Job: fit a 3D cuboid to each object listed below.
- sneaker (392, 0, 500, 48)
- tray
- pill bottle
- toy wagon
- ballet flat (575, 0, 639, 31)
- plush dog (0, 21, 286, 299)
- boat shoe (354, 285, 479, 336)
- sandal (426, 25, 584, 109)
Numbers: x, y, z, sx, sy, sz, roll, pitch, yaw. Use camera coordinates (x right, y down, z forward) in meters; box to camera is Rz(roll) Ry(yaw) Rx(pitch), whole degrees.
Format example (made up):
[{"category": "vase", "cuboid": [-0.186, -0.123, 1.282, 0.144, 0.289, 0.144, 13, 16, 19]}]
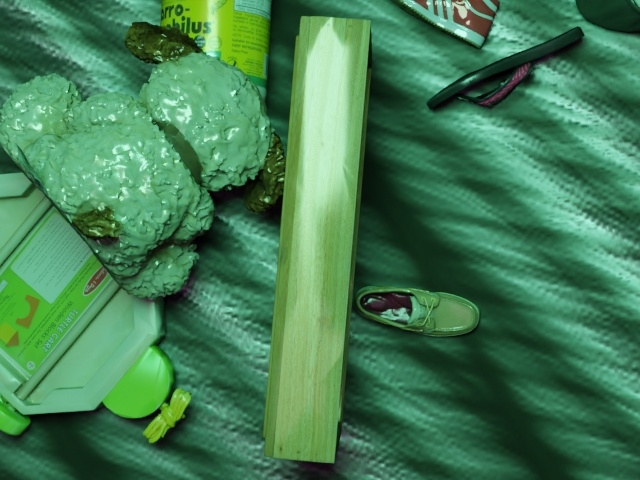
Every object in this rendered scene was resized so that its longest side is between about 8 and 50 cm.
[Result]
[{"category": "sneaker", "cuboid": [0.134, -0.261, 1.265, 0.118, 0.042, 0.067, 28, 96, 0]}, {"category": "tray", "cuboid": [0.000, 0.000, 1.193, 0.076, 0.203, 0.411, 4, 89, 3]}, {"category": "pill bottle", "cuboid": [-0.111, -0.249, 1.258, 0.117, 0.117, 0.209, 3, 90, 7]}, {"category": "toy wagon", "cuboid": [-0.280, 0.086, 1.298, 0.344, 0.068, 0.267, 41, 94, 6]}, {"category": "ballet flat", "cuboid": [0.403, -0.271, 1.204, 0.280, 0.096, 0.095, -4, 89, 8]}, {"category": "plush dog", "cuboid": [-0.154, -0.087, 1.145, 0.225, 0.210, 0.262, -41, 105, -11]}, {"category": "boat shoe", "cuboid": [0.101, 0.076, 1.259, 0.135, 0.045, 0.050, 5, 89, 7]}, {"category": "sandal", "cuboid": [0.198, -0.172, 1.246, 0.179, 0.067, 0.040, -23, 97, 4]}]
